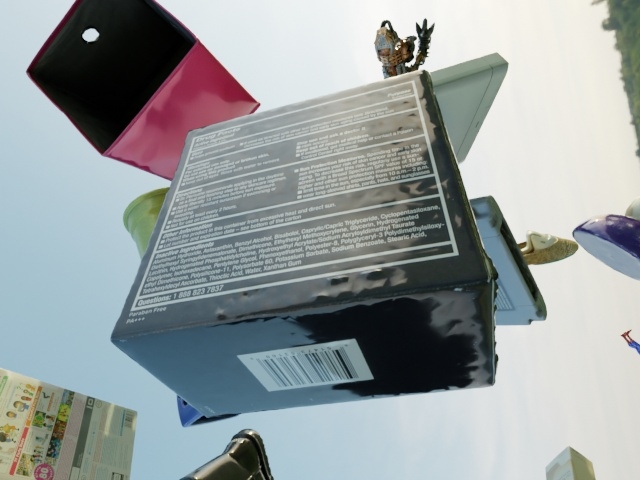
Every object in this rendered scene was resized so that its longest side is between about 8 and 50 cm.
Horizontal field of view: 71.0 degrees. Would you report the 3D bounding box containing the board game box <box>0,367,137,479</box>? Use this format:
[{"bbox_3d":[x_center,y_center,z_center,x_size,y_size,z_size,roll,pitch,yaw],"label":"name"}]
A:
[{"bbox_3d":[-0.526,0.406,0.868,0.303,0.097,0.224,37,-164,-31],"label":"board game box"}]

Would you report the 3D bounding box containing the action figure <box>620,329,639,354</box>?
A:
[{"bbox_3d":[0.712,0.250,0.982,0.038,0.030,0.115,70,176,-61],"label":"action figure"}]

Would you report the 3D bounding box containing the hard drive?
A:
[{"bbox_3d":[0.121,-0.162,0.745,0.354,0.233,0.047,-21,-118,-17],"label":"hard drive"}]

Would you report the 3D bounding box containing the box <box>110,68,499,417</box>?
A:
[{"bbox_3d":[0.000,0.000,0.475,0.182,0.297,0.293,66,-162,-45],"label":"box"}]

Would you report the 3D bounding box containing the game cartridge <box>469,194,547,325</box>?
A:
[{"bbox_3d":[0.275,0.051,0.840,0.297,0.198,0.062,53,-128,-27],"label":"game cartridge"}]

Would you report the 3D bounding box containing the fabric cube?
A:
[{"bbox_3d":[-0.325,-0.297,0.873,0.259,0.254,0.258,44,-172,15],"label":"fabric cube"}]

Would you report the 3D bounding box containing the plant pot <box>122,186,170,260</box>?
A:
[{"bbox_3d":[-0.408,0.028,1.290,0.276,0.276,0.253,20,-139,-49],"label":"plant pot"}]

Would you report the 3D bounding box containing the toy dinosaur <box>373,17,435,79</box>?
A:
[{"bbox_3d":[0.225,-0.503,1.293,0.322,0.165,0.218,77,-155,-68],"label":"toy dinosaur"}]

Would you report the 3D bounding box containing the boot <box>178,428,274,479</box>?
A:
[{"bbox_3d":[-0.154,0.493,0.798,0.207,0.094,0.246,-14,-93,-67],"label":"boot"}]

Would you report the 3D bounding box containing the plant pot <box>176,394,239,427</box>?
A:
[{"bbox_3d":[-0.272,0.375,1.294,0.236,0.236,0.212,24,-147,-57],"label":"plant pot"}]

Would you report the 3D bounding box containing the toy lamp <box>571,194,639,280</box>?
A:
[{"bbox_3d":[0.310,-0.095,0.335,0.080,0.080,0.274,34,-85,-44],"label":"toy lamp"}]

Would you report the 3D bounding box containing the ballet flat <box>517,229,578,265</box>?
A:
[{"bbox_3d":[0.396,0.019,0.879,0.073,0.207,0.067,-90,-19,-69],"label":"ballet flat"}]

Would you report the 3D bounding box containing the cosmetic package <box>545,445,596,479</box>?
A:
[{"bbox_3d":[0.359,0.357,0.642,0.041,0.060,0.115,35,-158,14],"label":"cosmetic package"}]
